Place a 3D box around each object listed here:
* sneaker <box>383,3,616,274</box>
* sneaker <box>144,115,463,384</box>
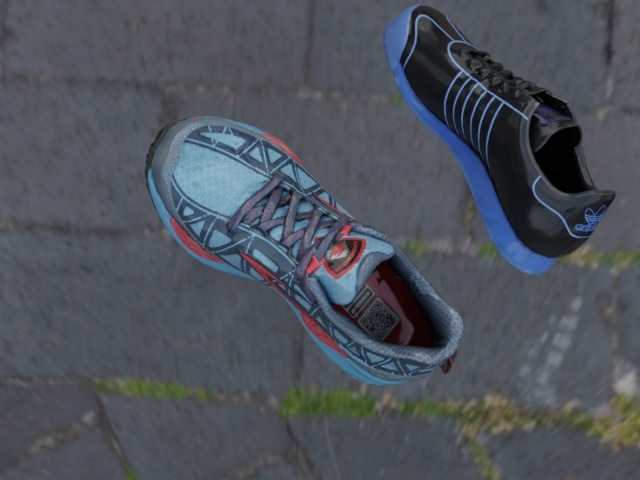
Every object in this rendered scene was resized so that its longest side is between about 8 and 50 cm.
[{"bbox_3d":[0.132,-0.092,1.327,0.081,0.090,0.232,-9,61,-46],"label":"sneaker"},{"bbox_3d":[0.000,0.000,1.255,0.262,0.125,0.104,38,74,-18],"label":"sneaker"}]
